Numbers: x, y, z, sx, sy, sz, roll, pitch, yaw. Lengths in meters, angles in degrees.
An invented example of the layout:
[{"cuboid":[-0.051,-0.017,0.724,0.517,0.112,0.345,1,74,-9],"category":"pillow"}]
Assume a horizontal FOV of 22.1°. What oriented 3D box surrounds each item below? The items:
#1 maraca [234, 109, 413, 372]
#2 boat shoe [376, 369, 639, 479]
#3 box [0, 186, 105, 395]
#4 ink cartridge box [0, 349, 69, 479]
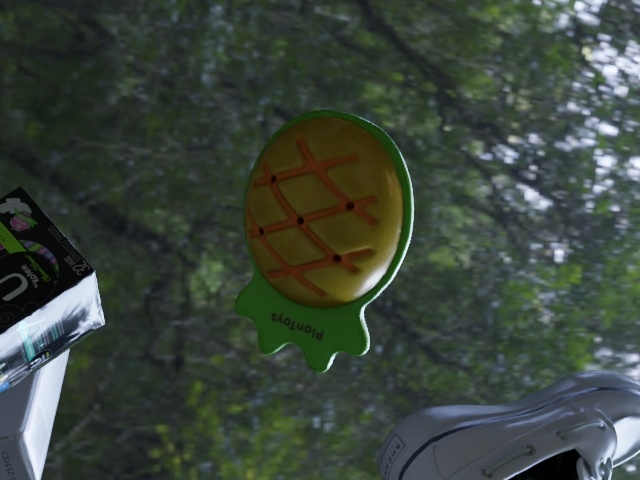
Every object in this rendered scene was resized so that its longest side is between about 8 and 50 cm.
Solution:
[{"cuboid":[0.000,0.000,1.151,0.127,0.099,0.185,19,-76,23],"category":"maraca"},{"cuboid":[0.136,0.138,0.993,0.076,0.226,0.083,46,-50,38],"category":"boat shoe"},{"cuboid":[-0.151,0.029,0.746,0.062,0.083,0.052,46,-23,24],"category":"box"},{"cuboid":[-0.388,0.162,1.580,0.261,0.296,0.066,-10,-67,2],"category":"ink cartridge box"}]
